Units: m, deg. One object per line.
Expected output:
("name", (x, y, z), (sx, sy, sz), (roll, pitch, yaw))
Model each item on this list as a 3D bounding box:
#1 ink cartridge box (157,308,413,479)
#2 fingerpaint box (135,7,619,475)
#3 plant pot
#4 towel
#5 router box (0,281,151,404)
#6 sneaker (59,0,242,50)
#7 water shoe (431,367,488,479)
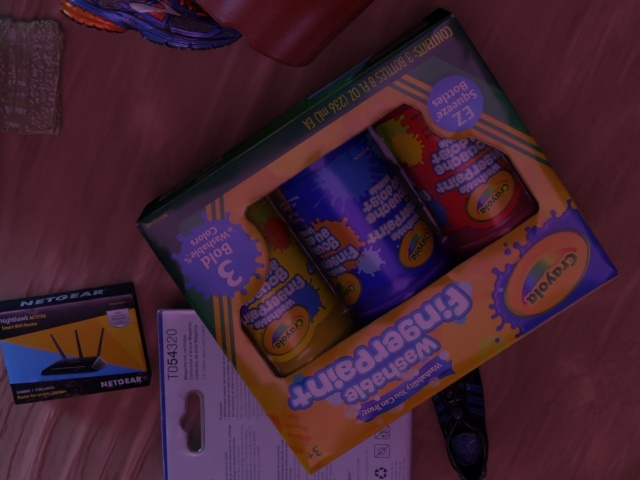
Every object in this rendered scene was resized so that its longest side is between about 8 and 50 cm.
("ink cartridge box", (-0.043, 0.224, 2.079), (0.330, 0.071, 0.324), (0, 110, 0))
("fingerpaint box", (0.066, -0.001, 1.901), (0.444, 0.163, 0.371), (-33, 100, 5))
("plant pot", (-0.010, -0.356, 1.770), (0.272, 0.272, 0.265), (36, 113, -15))
("towel", (-0.366, -0.199, 1.921), (0.110, 0.027, 0.148), (4, 112, -4))
("router box", (-0.317, 0.133, 2.040), (0.178, 0.046, 0.133), (-9, 111, 0))
("sneaker", (-0.193, -0.279, 1.874), (0.221, 0.083, 0.087), (12, 105, -10))
("water shoe", (0.188, 0.223, 2.084), (0.072, 0.080, 0.203), (-16, 111, 3))
